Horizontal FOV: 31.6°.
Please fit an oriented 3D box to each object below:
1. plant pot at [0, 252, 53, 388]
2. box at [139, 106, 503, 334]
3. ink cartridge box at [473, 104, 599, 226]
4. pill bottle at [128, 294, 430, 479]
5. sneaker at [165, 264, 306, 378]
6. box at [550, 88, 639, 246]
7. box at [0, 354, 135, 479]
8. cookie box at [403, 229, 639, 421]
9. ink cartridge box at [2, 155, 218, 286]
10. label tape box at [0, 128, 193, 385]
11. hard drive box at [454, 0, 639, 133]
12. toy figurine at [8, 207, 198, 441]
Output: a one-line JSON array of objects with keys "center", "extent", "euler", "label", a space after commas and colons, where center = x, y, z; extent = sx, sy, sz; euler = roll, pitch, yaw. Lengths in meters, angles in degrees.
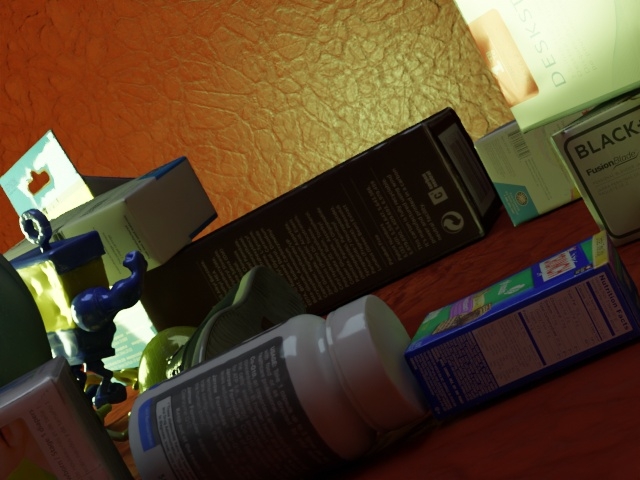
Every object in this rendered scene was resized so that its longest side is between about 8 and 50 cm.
[{"center": [-0.315, 0.133, 0.801], "extent": [0.293, 0.293, 0.196], "euler": [-29, 25, -19], "label": "plant pot"}, {"center": [0.000, 0.000, 1.270], "extent": [0.381, 0.143, 0.191], "euler": [-29, 3, 19], "label": "box"}, {"center": [0.239, -0.090, 1.078], "extent": [0.143, 0.092, 0.090], "euler": [-25, 4, 30], "label": "ink cartridge box"}, {"center": [-0.020, 0.084, 0.566], "extent": [0.137, 0.078, 0.078], "euler": [-27, 3, 18], "label": "pill bottle"}, {"center": [-0.078, 0.108, 0.879], "extent": [0.118, 0.083, 0.222], "euler": [-47, 4, 18], "label": "sneaker"}, {"center": [0.303, -0.105, 0.792], "extent": [0.169, 0.087, 0.290], "euler": [-25, 4, 40], "label": "box"}, {"center": [-0.175, 0.150, 0.480], "extent": [0.203, 0.114, 0.103], "euler": [-29, 4, -9], "label": "box"}, {"center": [0.103, 0.040, 0.564], "extent": [0.107, 0.040, 0.092], "euler": [-26, 3, 16], "label": "cookie box"}, {"center": [-0.241, -0.003, 1.277], "extent": [0.203, 0.085, 0.148], "euler": [-23, 14, 29], "label": "ink cartridge box"}, {"center": [-0.271, 0.017, 1.495], "extent": [0.106, 0.333, 0.241], "euler": [-30, 4, -34], "label": "label tape box"}, {"center": [0.177, -0.185, 0.709], "extent": [0.089, 0.181, 0.232], "euler": [-30, 3, -20], "label": "hard drive box"}, {"center": [-0.258, 0.072, 1.117], "extent": [0.191, 0.217, 0.363], "euler": [-20, 5, -43], "label": "toy figurine"}]
